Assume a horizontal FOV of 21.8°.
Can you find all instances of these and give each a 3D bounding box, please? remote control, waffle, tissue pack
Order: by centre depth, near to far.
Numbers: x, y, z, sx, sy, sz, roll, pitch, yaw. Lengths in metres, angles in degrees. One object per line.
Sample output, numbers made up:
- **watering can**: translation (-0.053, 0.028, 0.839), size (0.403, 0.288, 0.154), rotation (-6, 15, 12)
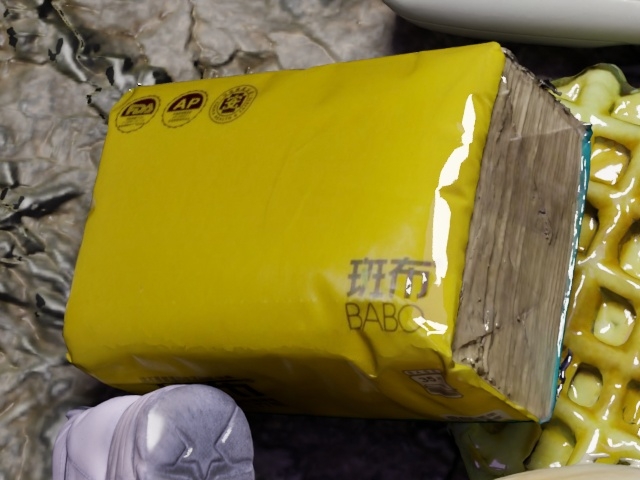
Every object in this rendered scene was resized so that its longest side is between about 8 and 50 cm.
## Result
- **tissue pack**: translation (0.000, 0.000, 0.952), size (0.271, 0.134, 0.192), rotation (-4, 65, 35)
- **waffle**: translation (0.195, 0.036, 0.986), size (0.297, 0.073, 0.317), rotation (-19, 64, 2)
- **remote control**: translation (0.194, -0.142, 1.057), size (0.313, 0.109, 0.055), rotation (9, 106, 13)

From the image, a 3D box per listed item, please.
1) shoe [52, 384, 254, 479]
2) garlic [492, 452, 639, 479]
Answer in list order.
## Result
- **shoe**: translation (-0.103, 0.202, 0.951), size (0.095, 0.138, 0.245), rotation (-1, 89, -36)
- **garlic**: translation (0.115, 0.250, 0.812), size (0.313, 0.249, 0.286), rotation (-5, 72, -15)
